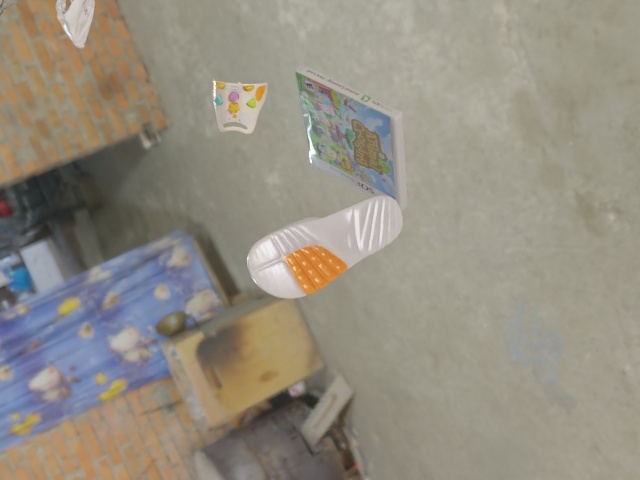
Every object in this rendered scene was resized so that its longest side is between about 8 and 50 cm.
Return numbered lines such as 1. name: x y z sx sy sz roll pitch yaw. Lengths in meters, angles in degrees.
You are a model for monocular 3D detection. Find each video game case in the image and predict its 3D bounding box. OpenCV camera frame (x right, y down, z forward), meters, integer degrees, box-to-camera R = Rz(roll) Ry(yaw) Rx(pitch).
1. video game case: 0.049 -0.156 1.416 0.193 0.023 0.212 30 152 27

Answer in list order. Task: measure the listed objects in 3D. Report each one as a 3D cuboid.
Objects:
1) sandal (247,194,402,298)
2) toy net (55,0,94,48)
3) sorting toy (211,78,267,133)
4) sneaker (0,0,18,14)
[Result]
1. sandal: 0.004 0.010 1.340 0.076 0.265 0.102 -7 103 61
2. toy net: -0.331 -0.380 1.223 0.122 0.045 0.232 -63 -18 -63
3. sorting toy: -0.123 -0.196 1.337 0.045 0.083 0.075 -68 -18 -71
4. sneaker: -0.570 -0.391 1.478 0.110 0.283 0.122 39 140 28
